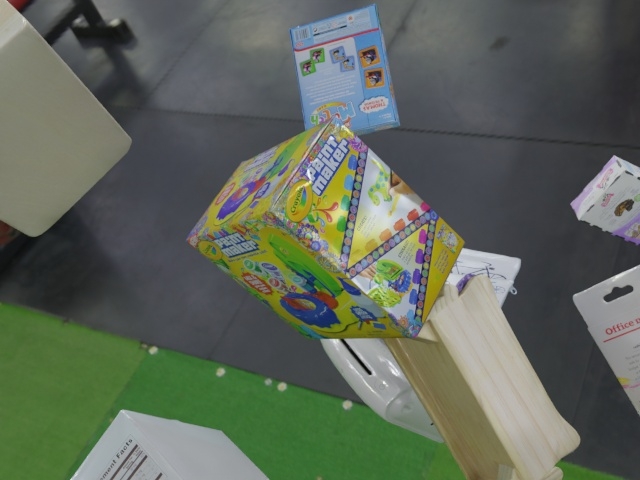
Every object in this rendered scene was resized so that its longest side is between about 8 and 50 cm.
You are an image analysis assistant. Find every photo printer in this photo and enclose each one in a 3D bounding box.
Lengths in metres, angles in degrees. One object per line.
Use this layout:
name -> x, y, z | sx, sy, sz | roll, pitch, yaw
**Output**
photo printer -> 0.138, 0.256, 1.375 | 0.107, 0.307, 0.256 | -48, 47, 6

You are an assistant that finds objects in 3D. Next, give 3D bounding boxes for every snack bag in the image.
snack bag -> 0.220, 0.065, 1.388 | 0.323, 0.037, 0.342 | 11, 24, 24

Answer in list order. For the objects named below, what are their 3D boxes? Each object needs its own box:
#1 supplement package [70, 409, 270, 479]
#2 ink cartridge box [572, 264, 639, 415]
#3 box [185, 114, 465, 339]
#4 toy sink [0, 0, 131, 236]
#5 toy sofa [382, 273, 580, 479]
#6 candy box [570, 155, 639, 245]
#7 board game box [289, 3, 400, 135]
supplement package -> -0.138, 0.351, 0.759 | 0.263, 0.199, 0.198 | 35, 88, 33
ink cartridge box -> 0.708, 0.218, 1.454 | 0.119, 0.207, 0.353 | -20, 78, -46
box -> 0.000, 0.000, 1.065 | 0.290, 0.279, 0.177 | -14, 39, 58
toy sink -> -0.313, -0.128, 0.676 | 0.131, 0.234, 0.153 | 42, 83, 17
toy sofa -> 0.244, 0.240, 1.146 | 0.177, 0.362, 0.150 | -33, 5, -24
candy box -> 0.746, -0.095, 1.725 | 0.196, 0.164, 0.070 | 21, 36, -19
board game box -> 0.040, -0.284, 1.222 | 0.160, 0.039, 0.211 | -11, 81, 16
